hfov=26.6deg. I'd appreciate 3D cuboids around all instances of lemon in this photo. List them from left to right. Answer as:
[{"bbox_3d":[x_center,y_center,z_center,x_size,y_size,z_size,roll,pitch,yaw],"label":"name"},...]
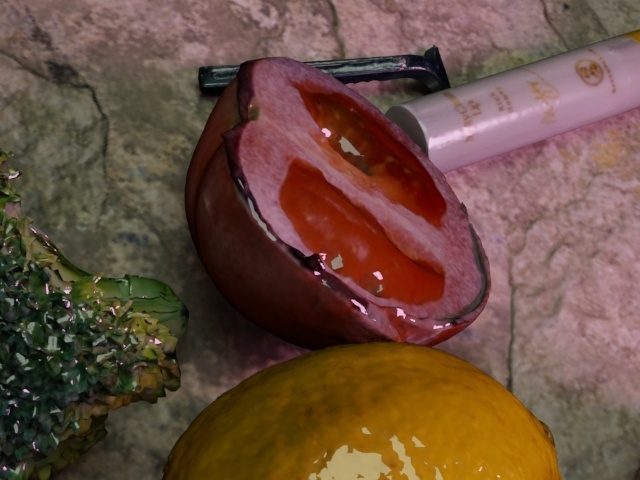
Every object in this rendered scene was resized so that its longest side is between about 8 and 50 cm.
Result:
[{"bbox_3d":[0.021,0.145,0.700,0.256,0.188,0.188,-14,62,-24],"label":"lemon"}]

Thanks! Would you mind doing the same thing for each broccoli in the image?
[{"bbox_3d":[-0.153,0.044,0.750,0.219,0.194,0.194,14,43,43],"label":"broccoli"}]

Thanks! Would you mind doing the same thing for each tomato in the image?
[{"bbox_3d":[0.000,0.000,0.834,0.199,0.112,0.228,34,30,-13],"label":"tomato"}]

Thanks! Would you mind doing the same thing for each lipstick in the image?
[{"bbox_3d":[0.167,-0.104,0.983,0.264,0.059,0.059,-20,64,-27],"label":"lipstick"}]

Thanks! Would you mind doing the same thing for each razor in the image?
[{"bbox_3d":[0.007,-0.119,0.966,0.190,0.033,0.066,-3,58,-16],"label":"razor"}]

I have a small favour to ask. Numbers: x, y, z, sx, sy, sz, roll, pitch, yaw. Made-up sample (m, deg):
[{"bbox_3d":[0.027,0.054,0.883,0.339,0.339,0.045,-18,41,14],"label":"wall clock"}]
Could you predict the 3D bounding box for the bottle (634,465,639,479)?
[{"bbox_3d":[0.284,0.124,0.755,0.147,0.236,0.148,7,55,-11],"label":"bottle"}]
